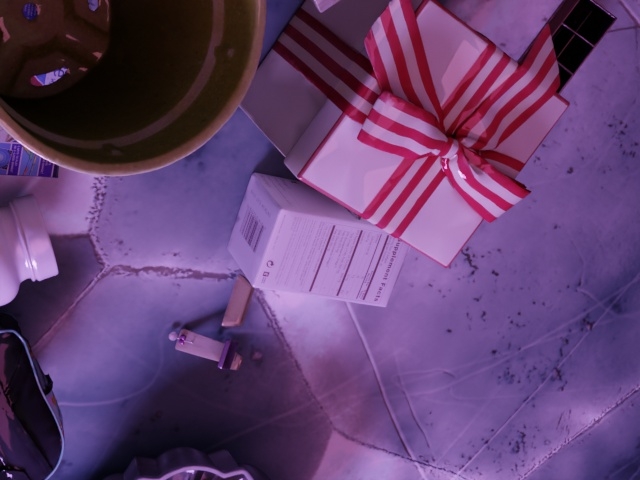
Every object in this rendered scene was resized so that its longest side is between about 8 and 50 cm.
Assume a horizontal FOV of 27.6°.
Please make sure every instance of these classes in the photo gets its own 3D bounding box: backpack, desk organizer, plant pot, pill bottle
[{"bbox_3d":[-0.372,0.192,1.440,0.165,0.144,0.188,-27,100,-11],"label":"backpack"},{"bbox_3d":[0.292,-0.234,1.570,0.047,0.050,0.130,30,101,-33],"label":"desk organizer"},{"bbox_3d":[-0.229,-0.209,1.182,0.276,0.254,0.276,-6,102,-30],"label":"plant pot"},{"bbox_3d":[-0.392,0.024,1.364,0.216,0.121,0.121,-17,121,-15],"label":"pill bottle"}]

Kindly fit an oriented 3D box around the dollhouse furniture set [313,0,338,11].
[{"bbox_3d":[-0.009,-0.343,1.293,0.129,0.184,0.129,-34,131,-5],"label":"dollhouse furniture set"}]

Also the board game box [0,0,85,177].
[{"bbox_3d":[-0.321,-0.165,1.331,0.136,0.035,0.201,2,111,-31],"label":"board game box"}]

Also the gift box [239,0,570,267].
[{"bbox_3d":[0.091,-0.161,1.396,0.255,0.258,0.276,24,105,-32],"label":"gift box"}]

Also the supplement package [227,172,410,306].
[{"bbox_3d":[0.000,0.000,1.532,0.179,0.105,0.105,10,111,-28],"label":"supplement package"}]

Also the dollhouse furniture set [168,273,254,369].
[{"bbox_3d":[-0.129,0.092,1.583,0.081,0.091,0.114,17,85,12],"label":"dollhouse furniture set"}]

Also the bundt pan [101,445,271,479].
[{"bbox_3d":[-0.173,0.399,1.638,0.330,0.124,0.331,-5,110,-13],"label":"bundt pan"}]
